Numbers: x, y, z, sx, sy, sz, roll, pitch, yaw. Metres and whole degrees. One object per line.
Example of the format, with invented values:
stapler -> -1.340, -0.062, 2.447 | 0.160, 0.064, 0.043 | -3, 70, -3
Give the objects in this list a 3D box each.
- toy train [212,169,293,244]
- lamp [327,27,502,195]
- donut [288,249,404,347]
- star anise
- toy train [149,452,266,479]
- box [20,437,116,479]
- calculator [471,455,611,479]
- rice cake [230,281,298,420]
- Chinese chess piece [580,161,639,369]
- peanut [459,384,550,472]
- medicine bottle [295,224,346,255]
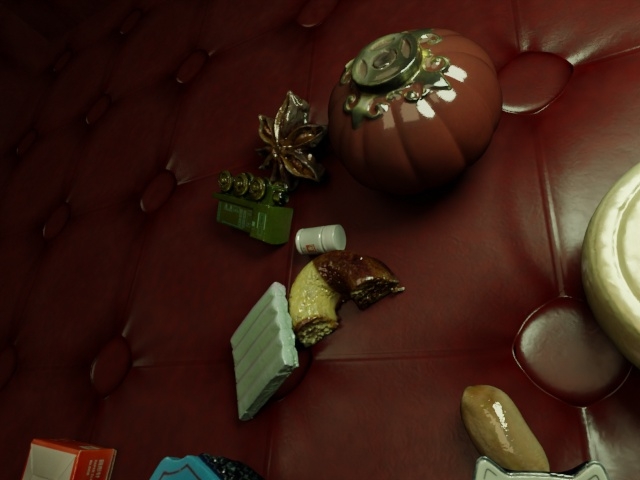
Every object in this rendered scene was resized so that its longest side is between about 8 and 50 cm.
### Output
toy train -> -0.157, -0.080, 1.016 | 0.225, 0.090, 0.137 | 17, 102, 43
lamp -> 0.158, -0.224, 0.794 | 0.302, 0.257, 0.303 | -15, 57, 25
donut -> 0.018, 0.090, 0.828 | 0.217, 0.085, 0.141 | -39, 51, 11
star anise -> -0.057, -0.222, 1.031 | 0.214, 0.099, 0.220 | -7, 82, 34
toy train -> -0.151, 0.484, 0.668 | 0.300, 0.188, 0.265 | 19, 72, 39
box -> -0.541, 0.500, 0.962 | 0.182, 0.099, 0.133 | -7, 65, 28
calculator -> 0.255, 0.382, 0.503 | 0.176, 0.040, 0.268 | -3, 77, 15
rice cake -> -0.111, 0.204, 0.833 | 0.198, 0.037, 0.190 | -47, 43, 39
Chinese chess piece -> 0.492, 0.031, 0.519 | 0.337, 0.140, 0.338 | -15, 58, 25
peanut -> 0.242, 0.263, 0.601 | 0.076, 0.076, 0.152 | -36, 57, 12
medicine bottle -> 0.000, 0.000, 0.906 | 0.089, 0.057, 0.057 | -7, 62, 30
